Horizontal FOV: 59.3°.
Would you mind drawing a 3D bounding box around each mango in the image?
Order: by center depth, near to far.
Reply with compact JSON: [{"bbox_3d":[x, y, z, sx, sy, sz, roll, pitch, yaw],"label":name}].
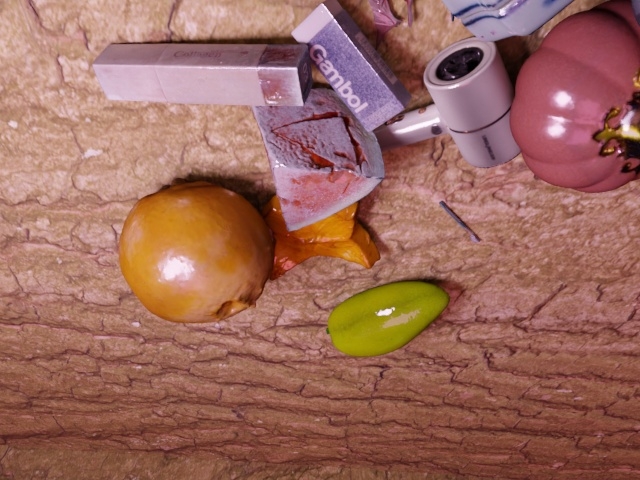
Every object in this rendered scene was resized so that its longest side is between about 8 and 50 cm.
[{"bbox_3d":[0.178,0.202,1.471,0.343,0.155,0.192,-25,132,29],"label":"mango"}]

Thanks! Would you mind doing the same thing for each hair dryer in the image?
[{"bbox_3d":[0.175,-0.213,1.037,0.362,0.128,0.203,-12,137,30],"label":"hair dryer"}]

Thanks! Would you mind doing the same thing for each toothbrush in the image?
[{"bbox_3d":[0.317,-0.040,1.287,0.014,0.011,0.167,-24,132,37],"label":"toothbrush"}]

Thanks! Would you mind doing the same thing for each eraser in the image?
[{"bbox_3d":[0.053,-0.290,0.938,0.212,0.046,0.092,49,138,-14],"label":"eraser"}]

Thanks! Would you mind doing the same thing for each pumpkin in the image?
[{"bbox_3d":[-0.022,-0.011,1.294,0.291,0.095,0.258,-5,142,17],"label":"pumpkin"}]

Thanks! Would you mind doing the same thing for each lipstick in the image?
[{"bbox_3d":[-0.203,-0.286,0.966,0.372,0.076,0.079,5,140,13],"label":"lipstick"}]

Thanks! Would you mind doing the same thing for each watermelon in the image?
[{"bbox_3d":[-0.043,-0.143,1.032,0.201,0.212,0.262,0,154,-44],"label":"watermelon"}]

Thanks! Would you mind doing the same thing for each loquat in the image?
[{"bbox_3d":[-0.260,0.024,1.196,0.329,0.328,0.328,3,139,3],"label":"loquat"}]

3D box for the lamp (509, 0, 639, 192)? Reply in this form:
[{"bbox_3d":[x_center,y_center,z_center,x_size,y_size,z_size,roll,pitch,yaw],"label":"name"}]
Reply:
[{"bbox_3d":[0.454,-0.210,0.869,0.306,0.239,0.305,-9,122,-15],"label":"lamp"}]

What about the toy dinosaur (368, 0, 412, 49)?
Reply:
[{"bbox_3d":[0.105,-0.394,0.887,0.108,0.032,0.220,7,149,-7],"label":"toy dinosaur"}]

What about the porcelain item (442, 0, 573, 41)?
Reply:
[{"bbox_3d":[0.263,-0.400,0.672,0.157,0.281,0.286,34,129,-26],"label":"porcelain item"}]

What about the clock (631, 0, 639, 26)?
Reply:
[{"bbox_3d":[0.537,-0.353,0.717,0.313,0.312,0.061,19,-179,-15],"label":"clock"}]
